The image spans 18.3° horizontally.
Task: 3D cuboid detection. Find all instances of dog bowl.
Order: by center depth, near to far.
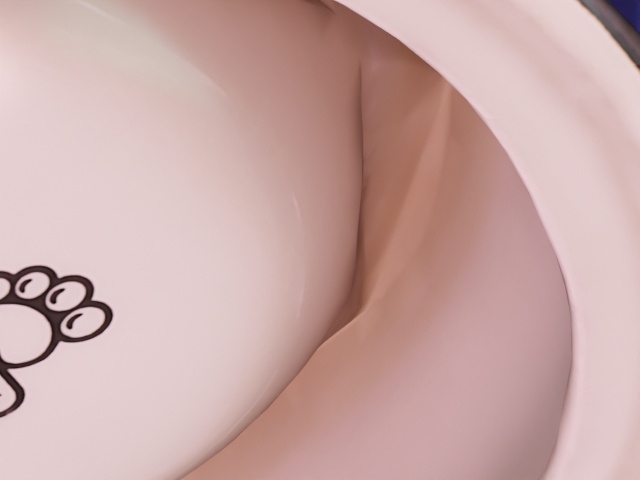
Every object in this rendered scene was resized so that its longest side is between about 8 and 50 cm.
[{"bbox_3d":[-0.114,0.011,0.506,0.408,0.408,0.150,74,1,-47],"label":"dog bowl"}]

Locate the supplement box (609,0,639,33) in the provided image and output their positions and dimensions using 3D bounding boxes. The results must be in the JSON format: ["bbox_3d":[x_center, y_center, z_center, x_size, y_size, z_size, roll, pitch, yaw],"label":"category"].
[{"bbox_3d":[0.157,-0.220,1.047,0.356,0.195,0.194,-47,144,-40],"label":"supplement box"}]
